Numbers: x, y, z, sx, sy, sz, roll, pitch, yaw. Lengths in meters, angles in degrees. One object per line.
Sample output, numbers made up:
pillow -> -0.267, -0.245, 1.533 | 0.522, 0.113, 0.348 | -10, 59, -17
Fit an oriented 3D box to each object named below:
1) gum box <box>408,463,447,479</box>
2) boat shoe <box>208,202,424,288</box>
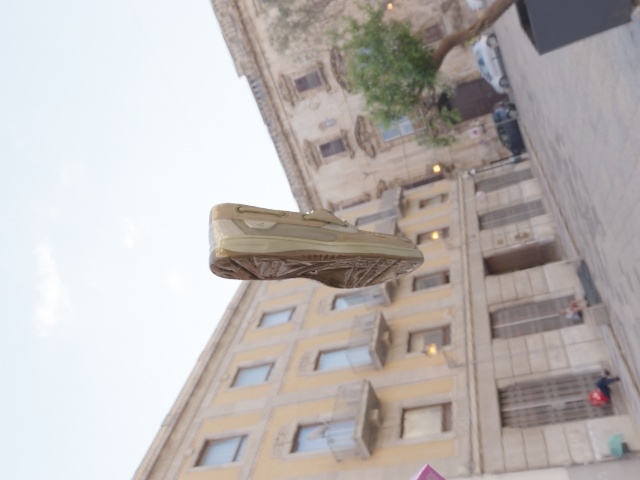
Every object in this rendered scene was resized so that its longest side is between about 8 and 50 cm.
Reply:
gum box -> 0.068, 0.325, 0.585 | 0.062, 0.188, 0.107 | 39, -138, 15
boat shoe -> 0.000, 0.000, 0.768 | 0.109, 0.302, 0.098 | 124, 144, -55
